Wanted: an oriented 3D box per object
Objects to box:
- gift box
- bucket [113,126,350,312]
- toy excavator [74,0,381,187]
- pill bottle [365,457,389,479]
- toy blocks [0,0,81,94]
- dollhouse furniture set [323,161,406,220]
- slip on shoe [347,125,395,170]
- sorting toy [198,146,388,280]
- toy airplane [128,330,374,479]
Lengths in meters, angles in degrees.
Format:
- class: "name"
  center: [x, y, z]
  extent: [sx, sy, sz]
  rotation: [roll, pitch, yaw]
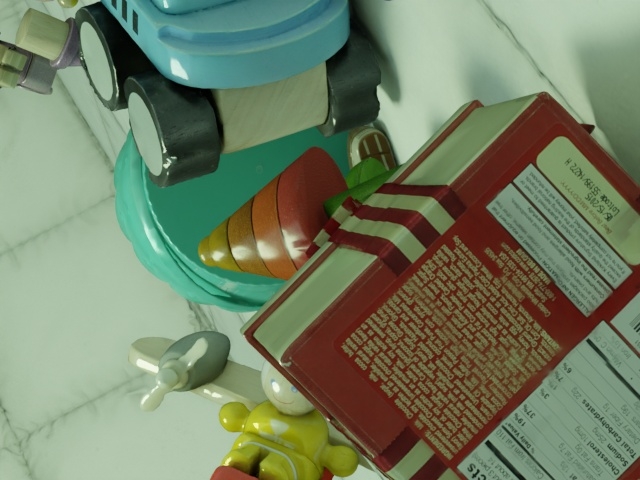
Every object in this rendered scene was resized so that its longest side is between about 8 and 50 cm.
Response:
- class: "gift box"
  center: [0.130, 0.056, 1.051]
  extent: [0.255, 0.276, 0.258]
  rotation: [50, 174, -6]
- class: "bucket"
  center: [-0.082, -0.062, 1.761]
  extent: [0.281, 0.281, 0.183]
  rotation: [62, 167, 0]
- class: "toy excavator"
  center: [-0.128, -0.341, 1.520]
  extent: [0.433, 0.222, 0.445]
  rotation: [-129, 29, -47]
- class: "pill bottle"
  center: [0.094, 0.160, 1.740]
  extent: [0.283, 0.160, 0.160]
  rotation: [48, 163, 52]
- class: "toy blocks"
  center: [-0.197, -0.273, 1.797]
  extent: [0.260, 0.309, 0.288]
  rotation: [20, 179, -26]
- class: "dollhouse furniture set"
  center: [0.152, 0.087, 1.303]
  extent: [0.301, 0.151, 0.197]
  rotation: [66, 169, -22]
- class: "slip on shoe"
  center: [0.056, -0.054, 1.671]
  extent: [0.041, 0.051, 0.135]
  rotation: [32, 147, 59]
- class: "sorting toy"
  center: [0.000, 0.000, 1.477]
  extent: [0.365, 0.126, 0.127]
  rotation: [5, -108, -70]
- class: "toy airplane"
  center: [-0.013, 0.217, 1.996]
  extent: [0.384, 0.386, 0.272]
  rotation: [-113, 19, -46]
